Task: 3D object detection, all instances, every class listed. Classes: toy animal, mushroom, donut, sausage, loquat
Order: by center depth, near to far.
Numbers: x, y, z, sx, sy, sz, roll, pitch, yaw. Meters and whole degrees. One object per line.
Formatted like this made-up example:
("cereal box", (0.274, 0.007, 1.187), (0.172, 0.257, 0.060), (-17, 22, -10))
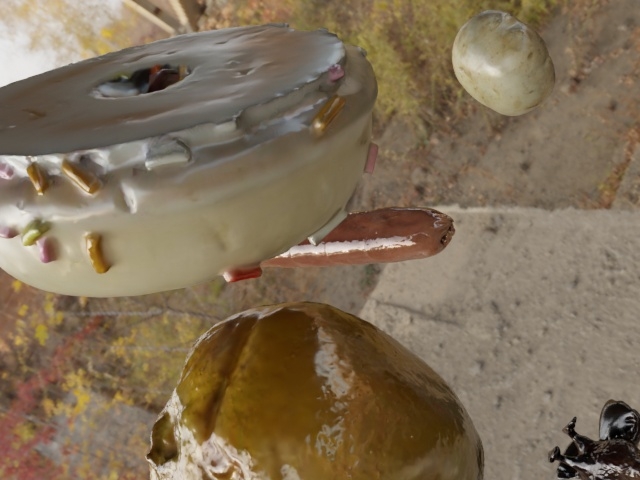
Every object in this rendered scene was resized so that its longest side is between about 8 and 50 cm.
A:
("donut", (-0.133, -0.077, 0.642), (0.382, 0.142, 0.382), (-9, 26, 4))
("loquat", (-0.005, 0.190, 0.652), (0.276, 0.284, 0.276), (-8, 80, 53))
("mushroom", (0.275, -0.267, 1.106), (0.127, 0.166, 0.166), (-49, 19, -3))
("sausage", (-0.002, 0.000, 1.111), (0.433, 0.088, 0.088), (-4, 53, 36))
("toy animal", (0.452, 0.348, 1.154), (0.179, 0.116, 0.218), (18, 54, 39))
